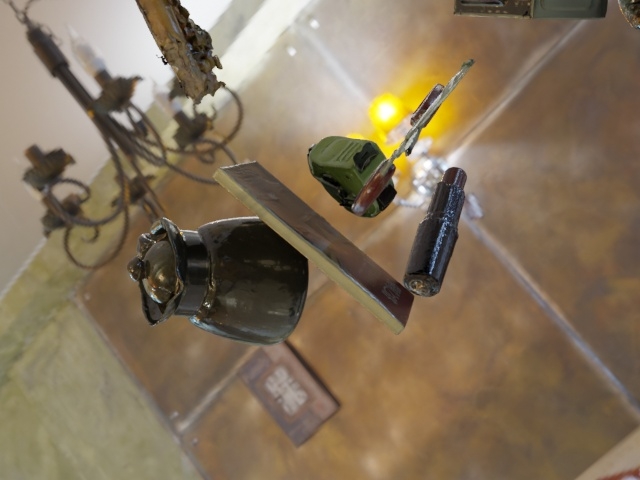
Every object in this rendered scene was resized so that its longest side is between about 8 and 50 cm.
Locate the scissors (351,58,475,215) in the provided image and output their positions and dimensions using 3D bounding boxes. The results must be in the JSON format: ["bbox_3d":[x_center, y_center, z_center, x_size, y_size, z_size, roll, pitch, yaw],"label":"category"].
[{"bbox_3d":[0.077,-0.089,0.780,0.144,0.017,0.248,-56,1,-4],"label":"scissors"}]

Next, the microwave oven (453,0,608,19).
[{"bbox_3d":[0.323,-0.409,1.458,0.163,0.205,0.129,-5,-75,-28],"label":"microwave oven"}]

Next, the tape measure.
[{"bbox_3d":[0.053,-0.104,1.562,0.087,0.177,0.154,-48,-58,-13],"label":"tape measure"}]

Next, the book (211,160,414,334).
[{"bbox_3d":[0.000,0.000,1.537,0.028,0.374,0.262,-50,-2,10],"label":"book"}]

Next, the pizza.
[{"bbox_3d":[-0.178,-0.258,1.283,0.069,0.147,0.226,-28,-43,2],"label":"pizza"}]

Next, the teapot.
[{"bbox_3d":[-0.196,0.032,1.601,0.285,0.305,0.223,7,-48,-29],"label":"teapot"}]

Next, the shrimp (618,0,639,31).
[{"bbox_3d":[0.489,-0.403,1.461,0.090,0.233,0.079,25,-51,-27],"label":"shrimp"}]

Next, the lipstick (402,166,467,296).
[{"bbox_3d":[0.228,-0.023,1.806,0.081,0.081,0.300,117,177,-53],"label":"lipstick"}]
